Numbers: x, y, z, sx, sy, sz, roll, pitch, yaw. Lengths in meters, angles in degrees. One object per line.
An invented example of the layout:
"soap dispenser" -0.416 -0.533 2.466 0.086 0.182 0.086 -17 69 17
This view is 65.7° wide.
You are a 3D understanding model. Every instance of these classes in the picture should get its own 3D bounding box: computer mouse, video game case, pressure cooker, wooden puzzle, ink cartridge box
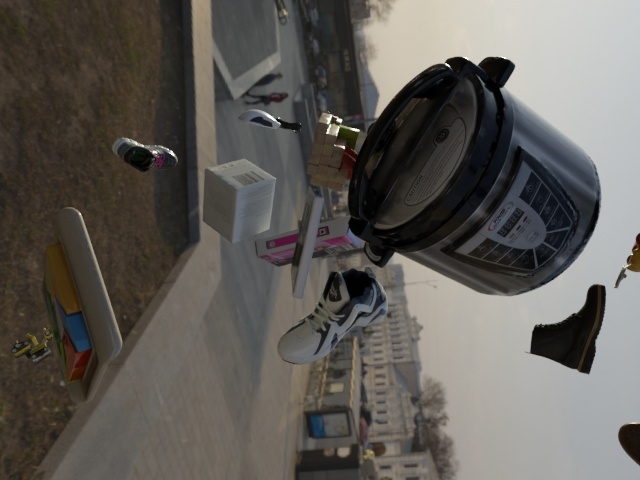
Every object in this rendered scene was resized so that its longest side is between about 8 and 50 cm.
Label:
"computer mouse" -0.156 -0.361 1.482 0.193 0.106 0.042 -1 113 -44
"video game case" -0.029 -0.003 0.965 0.173 0.022 0.190 -109 -150 -77
"pressure cooker" 0.263 -0.112 0.961 0.375 0.420 0.370 -27 -136 52
"wooden puzzle" -0.357 0.103 0.705 0.238 0.044 0.221 -43 -115 45
"ink cartridge box" 0.000 0.000 1.530 0.176 0.370 0.069 37 39 -68

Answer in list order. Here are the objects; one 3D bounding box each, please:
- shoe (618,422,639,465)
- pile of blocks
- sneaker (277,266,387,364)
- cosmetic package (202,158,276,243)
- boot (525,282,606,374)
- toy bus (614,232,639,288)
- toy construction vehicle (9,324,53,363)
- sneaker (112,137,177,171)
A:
"shoe" 0.576 0.362 0.770 0.076 0.219 0.058 -55 153 -16
"pile of blocks" 0.044 -0.193 1.111 0.362 0.112 0.149 -87 -168 -88
"sneaker" 0.015 0.126 0.916 0.153 0.235 0.094 75 -11 -46
"cosmetic package" -0.244 -0.120 1.475 0.151 0.151 0.184 -24 137 -43
"boot" 0.541 0.181 1.095 0.077 0.137 0.198 15 88 -63
"toy bus" 0.637 -0.005 0.898 0.191 0.104 0.202 -20 126 -50
"toy construction vehicle" -0.553 0.197 0.974 0.098 0.035 0.086 -37 159 -32
"sneaker" -0.421 -0.198 1.218 0.170 0.063 0.075 11 30 -53
